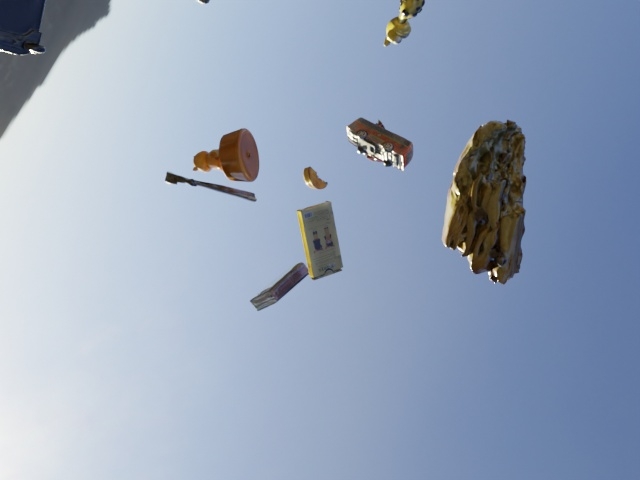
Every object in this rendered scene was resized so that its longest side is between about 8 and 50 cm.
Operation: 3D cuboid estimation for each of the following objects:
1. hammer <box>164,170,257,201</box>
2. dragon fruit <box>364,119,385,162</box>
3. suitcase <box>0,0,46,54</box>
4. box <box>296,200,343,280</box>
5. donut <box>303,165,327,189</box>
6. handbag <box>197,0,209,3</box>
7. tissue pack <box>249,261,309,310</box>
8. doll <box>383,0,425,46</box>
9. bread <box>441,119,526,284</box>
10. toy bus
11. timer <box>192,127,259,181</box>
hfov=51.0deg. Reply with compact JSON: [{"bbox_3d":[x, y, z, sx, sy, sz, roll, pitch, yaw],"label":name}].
[{"bbox_3d":[-0.249,-0.124,1.606,0.125,0.297,0.027,18,-85,34],"label":"hammer"},{"bbox_3d":[0.177,-0.313,2.209,0.096,0.147,0.102,-20,-176,2],"label":"dragon fruit"},{"bbox_3d":[-0.725,-0.583,1.386,0.188,0.339,0.345,33,-70,41],"label":"suitcase"},{"bbox_3d":[0.000,0.000,1.345,0.020,0.073,0.149,14,-62,59],"label":"box"},{"bbox_3d":[-0.018,-0.184,1.997,0.038,0.083,0.067,-7,-91,39],"label":"donut"},{"bbox_3d":[-0.207,-0.563,1.227,0.215,0.169,0.155,-47,-122,-5],"label":"handbag"},{"bbox_3d":[-0.111,0.128,1.876,0.156,0.051,0.112,-40,-173,-41],"label":"tissue pack"},{"bbox_3d":[0.295,-0.782,2.371,0.117,0.086,0.291,-46,178,-23],"label":"doll"},{"bbox_3d":[0.401,-0.106,1.632,0.314,0.192,0.369,-41,133,-70],"label":"bread"},{"bbox_3d":[0.155,-0.254,1.742,0.192,0.065,0.077,32,-117,30],"label":"toy bus"},{"bbox_3d":[-0.243,-0.199,1.641,0.152,0.132,0.132,-6,-129,16],"label":"timer"}]
